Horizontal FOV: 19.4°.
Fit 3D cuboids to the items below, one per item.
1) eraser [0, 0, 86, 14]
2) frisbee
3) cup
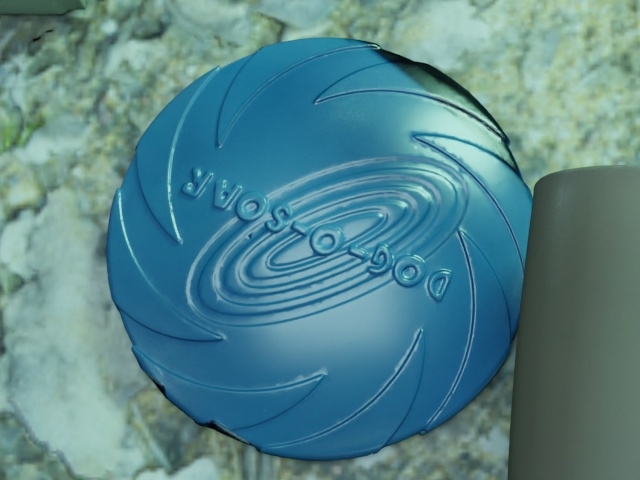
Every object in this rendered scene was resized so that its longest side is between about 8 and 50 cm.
[{"bbox_3d":[-0.276,-0.179,1.047,0.279,0.124,0.081,1,79,4],"label":"eraser"},{"bbox_3d":[0.000,0.000,1.035,0.242,0.045,0.242,0,79,2],"label":"frisbee"},{"bbox_3d":[0.216,0.087,0.946,0.253,0.191,0.200,12,81,-27],"label":"cup"}]
